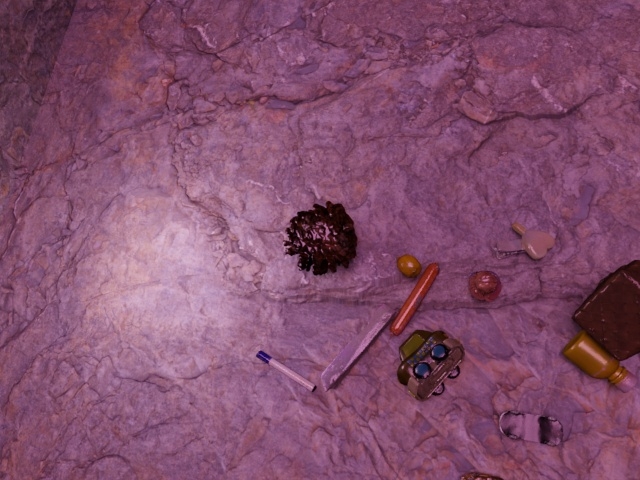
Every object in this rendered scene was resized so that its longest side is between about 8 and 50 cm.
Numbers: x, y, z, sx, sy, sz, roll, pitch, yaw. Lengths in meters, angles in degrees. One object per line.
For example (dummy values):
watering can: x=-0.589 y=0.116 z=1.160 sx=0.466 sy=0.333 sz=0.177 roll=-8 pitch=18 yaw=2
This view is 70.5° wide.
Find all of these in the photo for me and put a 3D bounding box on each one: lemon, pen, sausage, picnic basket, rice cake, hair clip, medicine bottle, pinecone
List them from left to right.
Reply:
pen: x=-0.135 y=0.508 z=1.765 sx=0.269 sy=0.033 sz=0.033 roll=27 pitch=79 yaw=19
pinecone: x=-0.002 y=0.003 z=1.800 sx=0.296 sy=0.242 sz=0.297 roll=-10 pitch=64 yaw=5
rice cake: x=0.141 y=0.407 z=1.728 sx=0.070 sy=0.064 sz=0.399 roll=39 pitch=82 yaw=30
lemon: x=0.347 y=0.097 z=1.783 sx=0.082 sy=0.082 sz=0.111 roll=-43 pitch=65 yaw=-5
sausage: x=0.365 y=0.226 z=1.750 sx=0.053 sy=0.053 sz=0.347 roll=31 pitch=80 yaw=19
hair clip: x=0.781 y=0.006 z=1.740 sx=0.219 sy=0.071 sz=0.158 roll=-8 pitch=68 yaw=4
medicine bottle: x=0.950 y=0.414 z=1.532 sx=0.212 sy=0.122 sz=0.122 roll=42 pitch=84 yaw=20
picnic basket: x=1.039 y=0.218 z=1.498 sx=0.254 sy=0.321 sz=0.291 roll=52 pitch=131 yaw=30

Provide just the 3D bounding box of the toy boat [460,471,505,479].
toy boat: x=0.547 y=0.805 z=1.517 sx=0.149 sy=0.049 sz=0.047 roll=0 pitch=72 yaw=12

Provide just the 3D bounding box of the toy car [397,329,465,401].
toy car: x=0.371 y=0.426 z=1.631 sx=0.248 sy=0.204 sz=0.198 roll=-46 pitch=46 yaw=-8

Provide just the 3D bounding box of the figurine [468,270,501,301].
figurine: x=0.605 y=0.166 z=1.681 sx=0.114 sy=0.157 sz=0.126 roll=-43 pitch=72 yaw=18

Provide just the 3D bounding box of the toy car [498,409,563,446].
toy car: x=0.711 y=0.635 z=1.539 sx=0.205 sy=0.056 sz=0.095 roll=5 pitch=73 yaw=17
